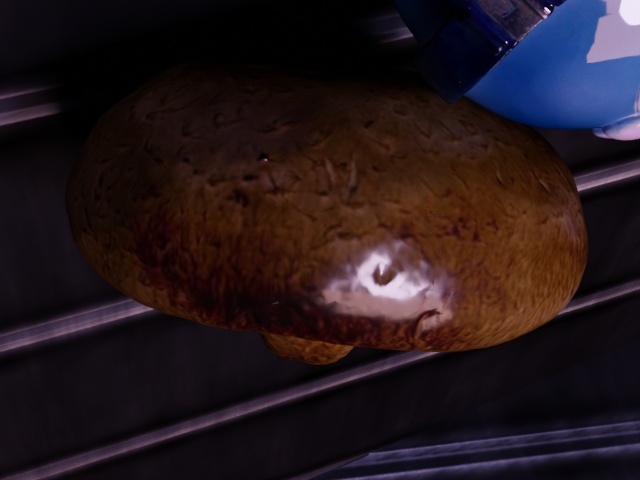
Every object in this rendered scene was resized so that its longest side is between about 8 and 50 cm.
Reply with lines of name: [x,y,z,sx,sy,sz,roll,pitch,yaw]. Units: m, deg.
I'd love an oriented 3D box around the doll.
doll: [0.178,-0.198,0.929,0.310,0.240,0.284,-46,-179,11]

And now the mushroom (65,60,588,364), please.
mushroom: [0.000,-0.025,1.053,0.345,0.239,0.345,-18,-176,1]
